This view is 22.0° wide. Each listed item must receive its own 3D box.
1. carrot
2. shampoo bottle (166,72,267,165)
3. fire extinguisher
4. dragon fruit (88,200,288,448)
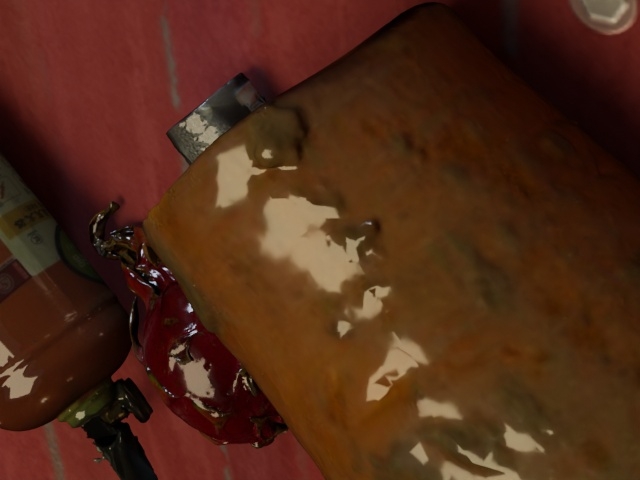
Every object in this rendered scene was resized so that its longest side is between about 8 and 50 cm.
[{"bbox_3d":[0.094,0.059,0.787,0.341,0.224,0.224,51,139,5],"label":"carrot"},{"bbox_3d":[-0.001,0.001,0.937,0.063,0.057,0.208,-31,101,41],"label":"shampoo bottle"},{"bbox_3d":[-0.217,0.010,1.095,0.113,0.200,0.376,-39,87,11],"label":"fire extinguisher"},{"bbox_3d":[-0.086,0.046,1.024,0.190,0.094,0.094,49,140,15],"label":"dragon fruit"}]
